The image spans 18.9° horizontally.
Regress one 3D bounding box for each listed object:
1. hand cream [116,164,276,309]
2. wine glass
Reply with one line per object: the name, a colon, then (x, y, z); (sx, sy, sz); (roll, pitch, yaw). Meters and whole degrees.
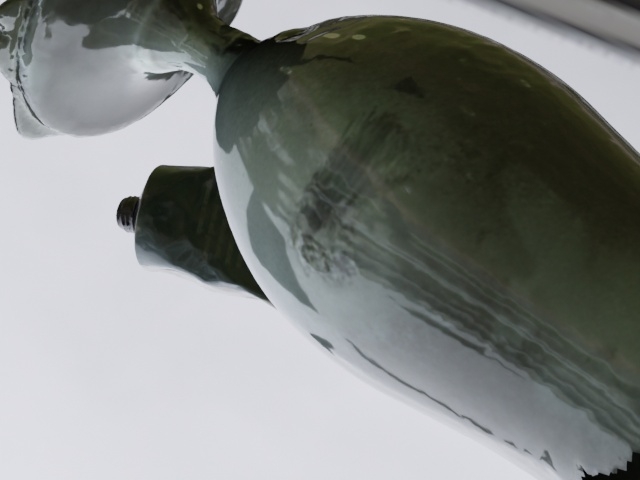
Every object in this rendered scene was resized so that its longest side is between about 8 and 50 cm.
hand cream: (0.016, 0.004, 0.864); (0.248, 0.075, 0.052); (9, 160, 26)
wine glass: (0.019, -0.015, 0.523); (0.222, 0.103, 0.103); (36, -151, 26)
